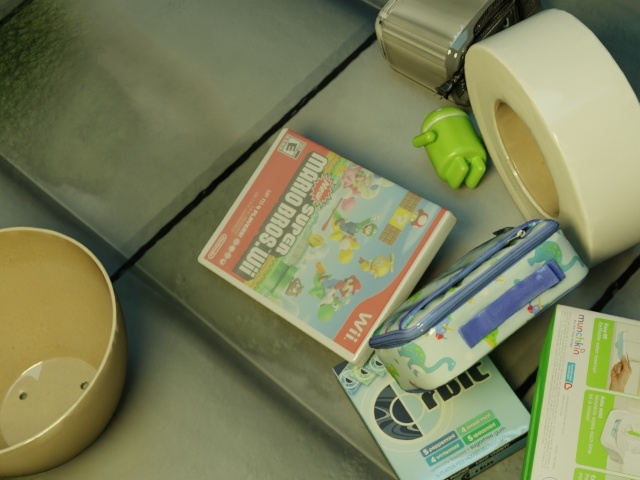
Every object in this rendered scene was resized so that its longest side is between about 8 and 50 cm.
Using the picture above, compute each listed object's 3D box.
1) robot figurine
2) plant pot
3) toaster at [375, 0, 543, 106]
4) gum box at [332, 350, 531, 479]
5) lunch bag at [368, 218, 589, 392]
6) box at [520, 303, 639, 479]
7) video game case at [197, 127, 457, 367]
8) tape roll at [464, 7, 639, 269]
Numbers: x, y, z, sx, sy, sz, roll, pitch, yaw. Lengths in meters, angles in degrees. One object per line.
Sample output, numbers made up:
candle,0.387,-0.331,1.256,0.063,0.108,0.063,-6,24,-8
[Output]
robot figurine,0.166,-0.119,1.511,0.101,0.067,0.115,-3,52,-22
plant pot,-0.339,0.154,1.379,0.284,0.191,0.284,-6,56,9
toaster,0.175,-0.278,1.579,0.146,0.129,0.227,30,71,32
gum box,0.125,0.180,1.342,0.157,0.041,0.184,-29,56,-7
lunch bag,0.165,0.067,1.273,0.219,0.176,0.090,-36,92,-14
box,0.321,0.219,1.197,0.231,0.126,0.262,11,60,6
video game case,0.000,0.000,1.438,0.285,0.025,0.204,30,85,38
tape roll,0.270,-0.111,1.353,0.100,0.286,0.286,-27,56,-4
